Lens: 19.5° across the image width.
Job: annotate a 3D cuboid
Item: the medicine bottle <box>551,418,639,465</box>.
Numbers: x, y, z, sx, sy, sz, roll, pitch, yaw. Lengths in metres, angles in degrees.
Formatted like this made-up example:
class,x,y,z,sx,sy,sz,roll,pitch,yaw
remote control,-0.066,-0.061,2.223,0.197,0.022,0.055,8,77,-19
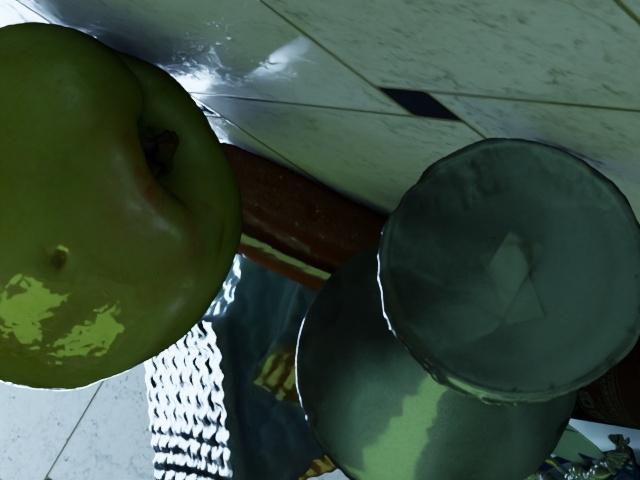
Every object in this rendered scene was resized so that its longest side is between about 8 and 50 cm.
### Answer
class,x,y,z,sx,sy,sz,roll,pitch,yaw
medicine bottle,0.362,0.203,1.913,0.158,0.158,0.318,26,168,-21

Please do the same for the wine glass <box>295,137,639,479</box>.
class,x,y,z,sx,sy,sz,roll,pitch,yaw
wine glass,0.126,0.067,1.554,0.267,0.267,0.406,22,163,1

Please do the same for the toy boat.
class,x,y,z,sx,sy,sz,roll,pitch,yaw
toy boat,0.201,0.172,1.824,0.291,0.067,0.220,44,161,-9

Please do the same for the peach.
class,x,y,z,sx,sy,sz,roll,pitch,yaw
peach,-0.220,-0.021,1.609,0.282,0.314,0.315,13,135,-35

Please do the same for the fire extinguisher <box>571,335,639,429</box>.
class,x,y,z,sx,sy,sz,roll,pitch,yaw
fire extinguisher,0.272,0.113,1.809,0.114,0.135,0.337,-20,-170,-30

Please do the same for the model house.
class,x,y,z,sx,sy,sz,roll,pitch,yaw
model house,-0.043,0.168,2.029,0.297,0.339,0.360,28,169,-18

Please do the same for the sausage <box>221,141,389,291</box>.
class,x,y,z,sx,sy,sz,roll,pitch,yaw
sausage,0.000,0.000,1.813,0.330,0.102,0.102,24,168,-13
